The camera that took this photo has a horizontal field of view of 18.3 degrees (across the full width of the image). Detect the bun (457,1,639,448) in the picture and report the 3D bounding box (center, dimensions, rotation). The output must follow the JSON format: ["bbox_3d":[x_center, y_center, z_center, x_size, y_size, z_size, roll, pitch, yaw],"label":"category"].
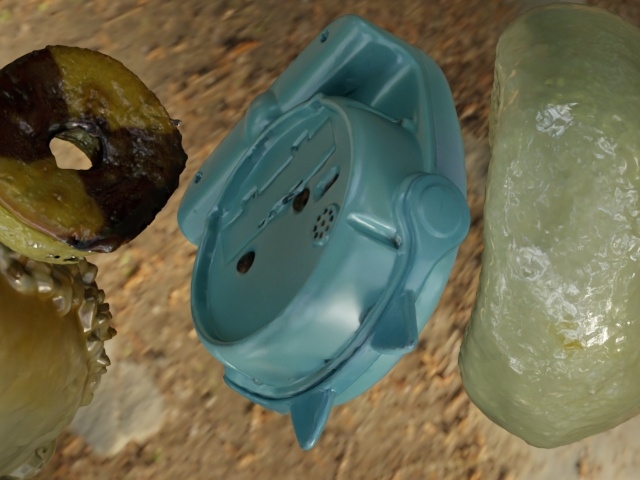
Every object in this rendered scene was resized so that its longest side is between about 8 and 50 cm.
[{"bbox_3d":[0.134,-0.005,0.919,0.127,0.222,0.222,6,108,9],"label":"bun"}]

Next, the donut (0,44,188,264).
[{"bbox_3d":[-0.151,-0.046,1.182,0.140,0.140,0.059,48,138,-1],"label":"donut"}]

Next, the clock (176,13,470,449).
[{"bbox_3d":[0.000,0.000,1.307,0.094,0.274,0.223,27,121,-26],"label":"clock"}]

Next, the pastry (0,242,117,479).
[{"bbox_3d":[-0.339,0.029,1.559,0.409,0.409,0.245,38,78,4],"label":"pastry"}]
